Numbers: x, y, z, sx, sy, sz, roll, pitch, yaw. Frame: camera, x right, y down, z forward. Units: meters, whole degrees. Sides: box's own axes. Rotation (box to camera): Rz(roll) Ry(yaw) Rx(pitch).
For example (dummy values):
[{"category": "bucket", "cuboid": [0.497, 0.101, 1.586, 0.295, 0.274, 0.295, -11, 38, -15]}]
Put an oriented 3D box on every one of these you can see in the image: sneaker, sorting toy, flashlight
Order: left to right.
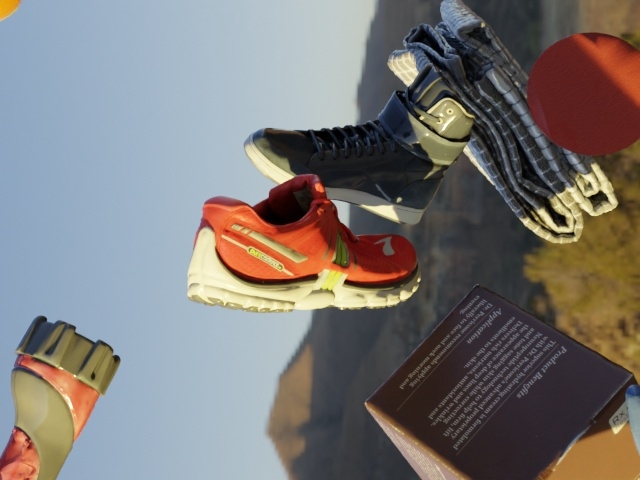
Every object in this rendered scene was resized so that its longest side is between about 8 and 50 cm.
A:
[{"category": "flashlight", "cuboid": [-0.308, 0.227, 1.175, 0.103, 0.103, 0.304, 88, -153, -67]}, {"category": "sneaker", "cuboid": [0.000, 0.000, 1.073, 0.279, 0.107, 0.118, -2, -81, -50]}, {"category": "sneaker", "cuboid": [0.048, -0.113, 1.195, 0.163, 0.226, 0.086, -55, 39, 30]}, {"category": "sorting toy", "cuboid": [0.360, -0.191, 1.171, 0.127, 0.366, 0.126, 56, 176, 14]}]

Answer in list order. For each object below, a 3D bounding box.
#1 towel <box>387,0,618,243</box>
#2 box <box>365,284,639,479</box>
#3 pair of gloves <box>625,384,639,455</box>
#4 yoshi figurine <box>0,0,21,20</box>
[{"category": "towel", "cuboid": [0.211, -0.145, 1.436, 0.283, 0.121, 0.235, 48, -170, -18]}, {"category": "box", "cuboid": [0.186, 0.182, 1.117, 0.168, 0.203, 0.167, -44, -47, -11]}, {"category": "pair of gloves", "cuboid": [0.229, 0.094, 0.491, 0.023, 0.198, 0.159, -14, -86, -58]}, {"category": "yoshi figurine", "cuboid": [-0.219, -0.311, 0.838, 0.362, 0.203, 0.203, 94, 177, -56]}]
